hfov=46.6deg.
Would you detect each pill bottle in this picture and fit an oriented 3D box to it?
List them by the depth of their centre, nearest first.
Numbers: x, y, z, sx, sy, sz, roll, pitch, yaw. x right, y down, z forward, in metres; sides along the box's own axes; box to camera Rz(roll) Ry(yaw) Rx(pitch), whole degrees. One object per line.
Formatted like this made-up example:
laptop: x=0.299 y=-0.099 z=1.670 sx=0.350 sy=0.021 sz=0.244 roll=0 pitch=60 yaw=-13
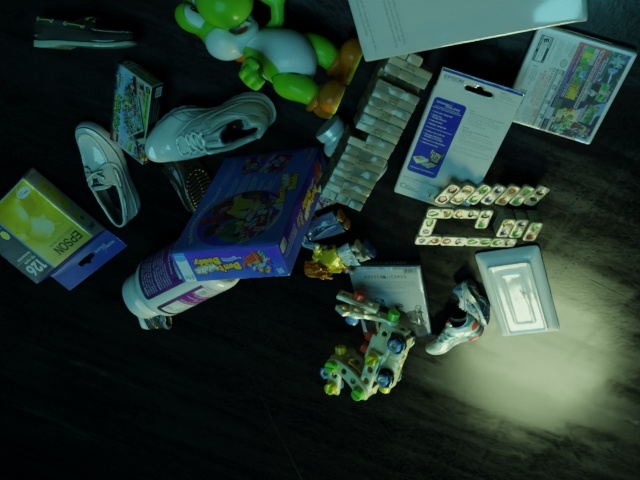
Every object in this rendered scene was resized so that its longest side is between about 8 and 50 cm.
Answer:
pill bottle: x=0.064 y=-0.187 z=1.562 sx=0.086 sy=0.086 sz=0.152 roll=-32 pitch=114 yaw=34
pill bottle: x=-0.354 y=0.090 z=1.860 sx=0.302 sy=0.169 sz=0.169 roll=-26 pitch=117 yaw=32

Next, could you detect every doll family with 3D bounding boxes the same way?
doll family: x=0.000 y=0.000 z=1.703 sx=0.163 sy=0.118 sz=0.263 roll=-21 pitch=114 yaw=26

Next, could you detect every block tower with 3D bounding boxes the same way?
block tower: x=0.103 y=-0.217 z=1.451 sx=0.091 sy=0.097 sz=0.335 roll=22 pitch=113 yaw=-12

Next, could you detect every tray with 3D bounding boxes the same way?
tray: x=0.464 y=0.131 z=1.741 sx=0.145 sy=0.030 sz=0.270 roll=-10 pitch=125 yaw=22

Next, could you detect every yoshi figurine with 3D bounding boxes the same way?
yoshi figurine: x=-0.102 y=-0.387 z=1.394 sx=0.362 sy=0.203 sz=0.203 roll=26 pitch=115 yaw=-2

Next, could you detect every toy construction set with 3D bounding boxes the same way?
toy construction set: x=0.111 y=0.265 z=1.856 sx=0.215 sy=0.151 sz=0.327 roll=28 pitch=129 yaw=26

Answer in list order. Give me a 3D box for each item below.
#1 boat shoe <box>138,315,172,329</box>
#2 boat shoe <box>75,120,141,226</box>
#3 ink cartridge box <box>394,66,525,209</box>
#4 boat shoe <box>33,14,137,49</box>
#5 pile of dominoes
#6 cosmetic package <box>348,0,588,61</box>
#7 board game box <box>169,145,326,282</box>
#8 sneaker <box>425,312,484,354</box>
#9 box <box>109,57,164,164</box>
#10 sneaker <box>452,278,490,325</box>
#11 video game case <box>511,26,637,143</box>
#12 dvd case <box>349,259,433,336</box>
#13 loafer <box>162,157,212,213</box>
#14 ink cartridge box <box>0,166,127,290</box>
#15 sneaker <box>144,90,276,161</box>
boat shoe: x=-0.466 y=0.174 z=2.036 sx=0.083 sy=0.065 sz=0.183 roll=0 pitch=134 yaw=13
boat shoe: x=-0.514 y=-0.151 z=1.761 sx=0.096 sy=0.088 sz=0.267 roll=0 pitch=128 yaw=17
ink cartridge box: x=0.272 y=-0.204 z=1.482 sx=0.165 sy=0.065 sz=0.332 roll=20 pitch=138 yaw=1
boat shoe: x=-0.488 y=-0.430 z=1.531 sx=0.228 sy=0.081 sz=0.068 roll=3 pitch=100 yaw=11
pile of dominoes: x=0.343 y=-0.041 z=1.569 sx=0.251 sy=0.040 sz=0.196 roll=1 pitch=140 yaw=-10
cosmetic package: x=0.240 y=-0.457 z=1.246 sx=0.385 sy=0.156 sz=0.217 roll=-5 pitch=127 yaw=19
board game box: x=-0.138 y=-0.062 z=1.553 sx=0.233 sy=0.347 sz=0.078 roll=-4 pitch=128 yaw=20
sneaker: x=0.321 y=0.226 z=1.848 sx=0.161 sy=0.057 sz=0.075 roll=-27 pitch=114 yaw=28
box: x=-0.406 y=-0.281 z=1.630 sx=0.114 sy=0.036 sz=0.207 roll=36 pitch=134 yaw=19
sneaker: x=0.362 y=0.150 z=1.782 sx=0.058 sy=0.052 sz=0.135 roll=-16 pitch=115 yaw=39
video game case: x=0.462 y=-0.293 z=1.400 sx=0.183 sy=0.023 sz=0.201 roll=17 pitch=130 yaw=2
dvd case: x=0.176 y=0.147 z=1.840 sx=0.179 sy=0.029 sz=0.238 roll=-1 pitch=128 yaw=18
loafer: x=-0.317 y=-0.160 z=1.715 sx=0.078 sy=0.080 sz=0.220 roll=6 pitch=124 yaw=42
ink cartridge box: x=-0.720 y=-0.005 z=1.959 sx=0.304 sy=0.072 sz=0.307 roll=-32 pitch=112 yaw=34
sneaker: x=-0.242 y=-0.229 z=1.561 sx=0.297 sy=0.129 sz=0.111 roll=-18 pitch=118 yaw=13
